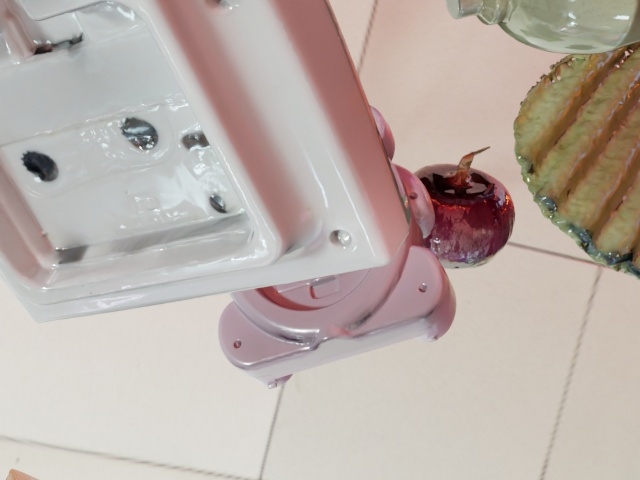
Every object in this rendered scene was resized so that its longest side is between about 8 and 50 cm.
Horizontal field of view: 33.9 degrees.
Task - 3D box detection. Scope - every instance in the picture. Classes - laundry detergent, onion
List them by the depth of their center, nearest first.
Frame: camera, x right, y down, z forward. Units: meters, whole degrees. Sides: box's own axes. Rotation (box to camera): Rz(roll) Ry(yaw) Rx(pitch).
[{"bbox_3d":[0.197,-0.183,0.661,0.254,0.181,0.091,-17,120,-10],"label":"laundry detergent"},{"bbox_3d":[0.186,-0.037,1.482,0.177,0.177,0.153,-25,141,-4],"label":"onion"}]

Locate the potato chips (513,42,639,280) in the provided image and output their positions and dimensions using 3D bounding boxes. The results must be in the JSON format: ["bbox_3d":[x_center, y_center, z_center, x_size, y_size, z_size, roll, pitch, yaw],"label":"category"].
[{"bbox_3d":[0.425,-0.109,1.342,0.358,0.070,0.429,47,54,-7],"label":"potato chips"}]

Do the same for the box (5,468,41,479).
[{"bbox_3d":[-0.309,0.437,1.354,0.225,0.341,0.143,28,83,-24],"label":"box"}]

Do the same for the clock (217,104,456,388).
[{"bbox_3d":[0.000,0.000,1.327,0.296,0.113,0.322,-18,63,12],"label":"clock"}]

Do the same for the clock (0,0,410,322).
[{"bbox_3d":[-0.111,-0.057,0.583,0.262,0.116,0.231,-9,121,25],"label":"clock"}]
